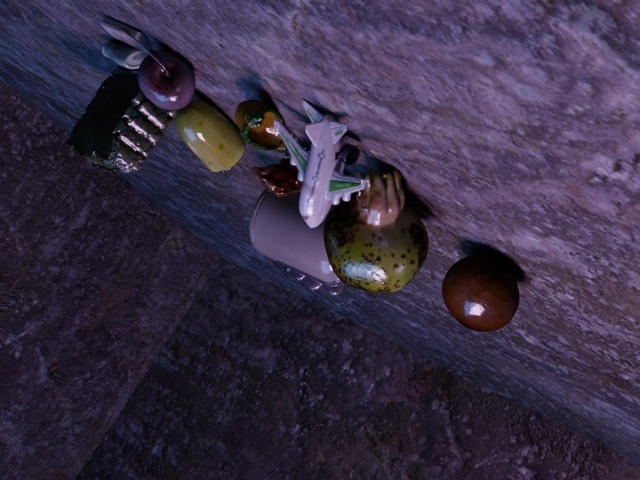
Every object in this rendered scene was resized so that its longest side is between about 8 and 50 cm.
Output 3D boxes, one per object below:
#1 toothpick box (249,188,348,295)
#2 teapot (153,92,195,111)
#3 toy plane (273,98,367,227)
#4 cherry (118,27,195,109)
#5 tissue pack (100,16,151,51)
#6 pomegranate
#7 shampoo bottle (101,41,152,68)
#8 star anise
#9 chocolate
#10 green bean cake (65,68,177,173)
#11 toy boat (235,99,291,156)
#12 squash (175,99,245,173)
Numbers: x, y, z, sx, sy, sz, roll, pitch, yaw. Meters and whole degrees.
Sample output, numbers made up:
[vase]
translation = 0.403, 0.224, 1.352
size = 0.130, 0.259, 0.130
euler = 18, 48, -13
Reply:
[toothpick box]
translation = 0.000, 0.000, 1.963
size = 0.316, 0.229, 0.229
euler = 25, 167, 33
[teapot]
translation = -0.345, -0.341, 1.877
size = 0.121, 0.076, 0.068
euler = 5, 157, 2
[toy plane]
translation = 0.006, -0.134, 1.562
size = 0.251, 0.101, 0.255
euler = 37, 138, 35
[cherry]
translation = -0.343, -0.358, 1.740
size = 0.188, 0.115, 0.148
euler = 41, -152, -2
[tissue pack]
translation = -0.416, -0.440, 1.759
size = 0.108, 0.023, 0.056
euler = 27, 169, 28
[pomegranate]
translation = 0.125, -0.031, 1.670
size = 0.222, 0.277, 0.204
euler = 36, -152, 30
[shampoo bottle]
translation = -0.445, -0.419, 1.851
size = 0.190, 0.069, 0.041
euler = 27, 144, 52
[star anise]
translation = -0.043, -0.132, 1.759
size = 0.212, 0.111, 0.196
euler = 18, 176, 22
[chocolate]
translation = 0.335, 0.099, 1.702
size = 0.176, 0.177, 0.177
euler = 32, 169, 7
[green bean cake]
translation = -0.484, -0.289, 2.023
size = 0.241, 0.255, 0.132
euler = 15, 162, 45
[toy boat]
translation = -0.114, -0.226, 1.650
size = 0.088, 0.089, 0.229
euler = 42, -178, 20
[squash]
translation = -0.265, -0.257, 1.915
size = 0.123, 0.123, 0.187
euler = 24, 163, 38
